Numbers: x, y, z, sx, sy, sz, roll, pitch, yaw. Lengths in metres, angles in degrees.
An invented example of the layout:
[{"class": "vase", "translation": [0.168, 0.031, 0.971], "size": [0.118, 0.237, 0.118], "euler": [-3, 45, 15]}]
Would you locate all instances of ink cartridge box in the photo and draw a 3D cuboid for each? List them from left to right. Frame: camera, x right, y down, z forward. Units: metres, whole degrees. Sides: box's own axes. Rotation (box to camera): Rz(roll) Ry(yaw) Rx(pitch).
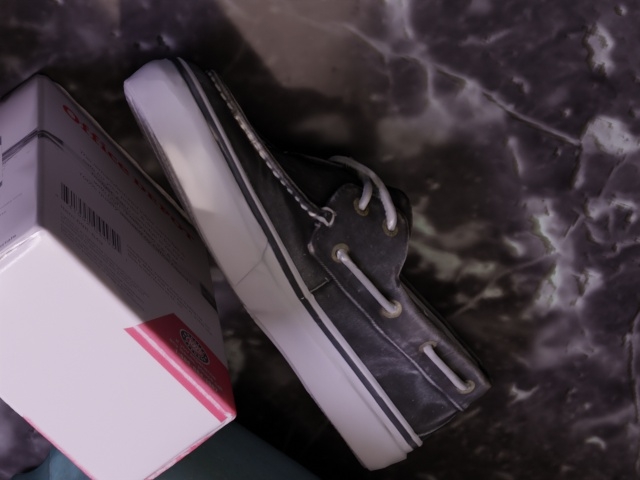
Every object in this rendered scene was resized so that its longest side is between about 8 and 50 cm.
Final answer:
[{"class": "ink cartridge box", "translation": [-0.138, 0.020, 1.019], "size": [0.092, 0.218, 0.158], "euler": [-37, 116, 12]}]

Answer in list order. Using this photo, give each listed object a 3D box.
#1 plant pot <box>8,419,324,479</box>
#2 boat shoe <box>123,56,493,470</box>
[{"class": "plant pot", "translation": [-0.058, 0.277, 1.121], "size": [0.334, 0.341, 0.341], "euler": [42, 105, -16]}, {"class": "boat shoe", "translation": [0.000, 0.000, 1.100], "size": [0.119, 0.121, 0.335], "euler": [-34, 128, 1]}]
